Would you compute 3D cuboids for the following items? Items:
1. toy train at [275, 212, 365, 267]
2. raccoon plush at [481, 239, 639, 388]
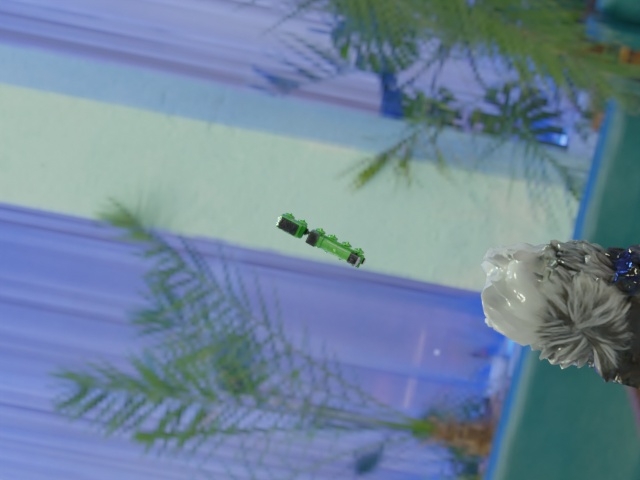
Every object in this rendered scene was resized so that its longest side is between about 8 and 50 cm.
[{"bbox_3d":[0.000,0.000,1.136,0.017,0.083,0.024,-64,-5,10],"label":"toy train"},{"bbox_3d":[0.373,-0.018,0.999,0.299,0.447,0.216,-44,-35,-58],"label":"raccoon plush"}]
